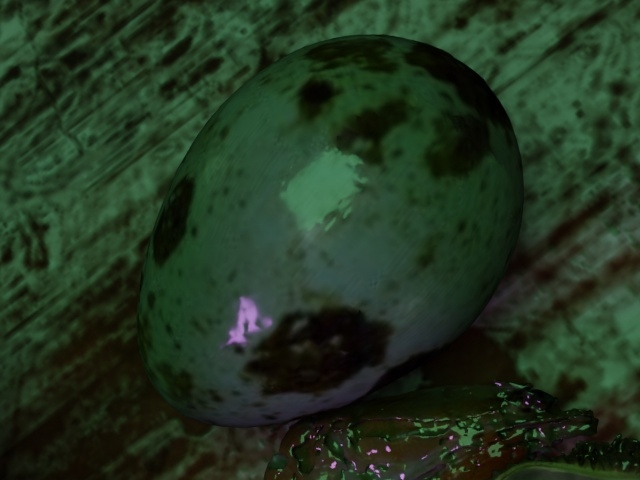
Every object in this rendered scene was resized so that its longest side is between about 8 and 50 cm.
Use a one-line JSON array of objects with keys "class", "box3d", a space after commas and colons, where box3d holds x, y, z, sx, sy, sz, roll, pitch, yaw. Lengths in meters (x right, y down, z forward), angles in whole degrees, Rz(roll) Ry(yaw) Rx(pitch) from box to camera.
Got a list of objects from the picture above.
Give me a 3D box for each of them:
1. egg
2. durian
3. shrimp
[{"class": "egg", "box3d": [0.000, 0.000, 0.822, 0.231, 0.169, 0.169, -44, 66, 9]}, {"class": "durian", "box3d": [0.127, 0.138, 0.788, 0.140, 0.071, 0.110, -32, 106, 0]}, {"class": "shrimp", "box3d": [0.056, 0.115, 0.841, 0.184, 0.043, 0.091, -23, 75, 16]}]
